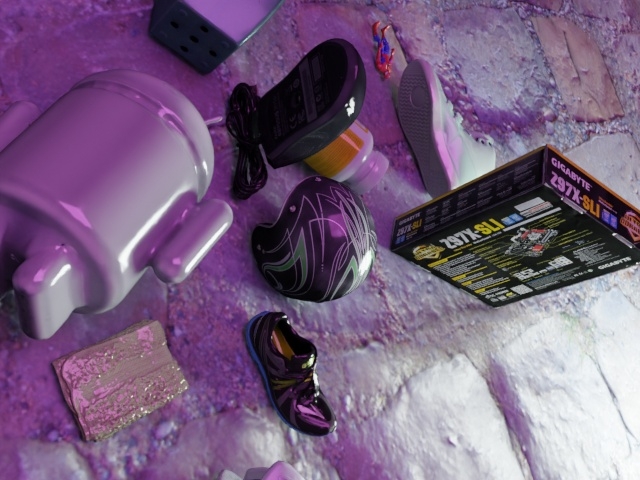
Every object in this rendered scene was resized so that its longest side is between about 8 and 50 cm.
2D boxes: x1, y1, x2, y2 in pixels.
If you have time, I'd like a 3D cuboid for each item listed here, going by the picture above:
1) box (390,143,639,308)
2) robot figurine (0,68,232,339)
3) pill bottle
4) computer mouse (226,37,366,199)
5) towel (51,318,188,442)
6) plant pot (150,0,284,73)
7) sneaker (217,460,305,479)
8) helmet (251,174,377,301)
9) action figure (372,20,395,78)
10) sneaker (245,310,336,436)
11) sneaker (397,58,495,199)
[{"bbox_3d":[0.313,-0.006,1.244,0.257,0.322,0.079,29,56,-26],"label":"box"},{"bbox_3d":[-0.254,-0.059,0.891,0.300,0.199,0.353,30,52,4],"label":"robot figurine"},{"bbox_3d":[0.016,-0.155,1.216,0.184,0.103,0.103,39,51,-20],"label":"pill bottle"},{"bbox_3d":[-0.024,-0.179,1.082,0.072,0.272,0.188,14,62,-39],"label":"computer mouse"},{"bbox_3d":[-0.233,0.163,0.928,0.148,0.027,0.110,-24,88,-43],"label":"towel"},{"bbox_3d":[-0.139,-0.378,1.153,0.165,0.166,0.234,34,60,-23],"label":"plant pot"},{"bbox_3d":[-0.127,0.349,0.865,0.366,0.137,0.210,23,57,-36],"label":"sneaker"},{"bbox_3d":[0.000,0.000,1.096,0.169,0.161,0.169,17,61,-33],"label":"helmet"},{"bbox_3d":[0.116,-0.346,1.433,0.038,0.030,0.115,14,65,-40],"label":"action figure"},{"bbox_3d":[-0.034,0.179,1.047,0.067,0.078,0.188,-28,91,-42],"label":"sneaker"},{"bbox_3d":[0.233,-0.206,1.419,0.151,0.094,0.255,-16,91,-36],"label":"sneaker"}]
